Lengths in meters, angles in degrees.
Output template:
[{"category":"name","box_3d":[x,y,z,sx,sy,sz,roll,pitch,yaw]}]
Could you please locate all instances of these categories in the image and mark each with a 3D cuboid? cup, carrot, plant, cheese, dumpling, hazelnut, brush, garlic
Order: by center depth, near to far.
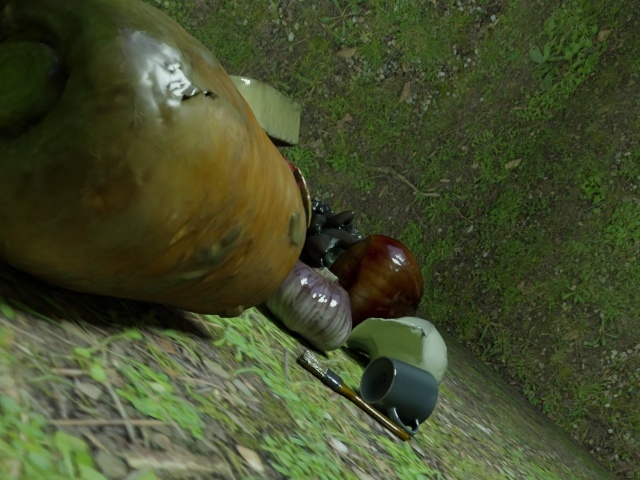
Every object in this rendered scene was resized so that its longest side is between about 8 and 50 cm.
[{"category":"carrot","box_3d":[-0.151,-0.054,0.609,0.224,0.224,0.341,38,-5,22]},{"category":"brush","box_3d":[0.043,0.194,0.898,0.170,0.014,0.043,38,5,3]},{"category":"cup","box_3d":[0.102,0.205,0.944,0.077,0.078,0.100,29,37,-30]},{"category":"garlic","box_3d":[-0.018,0.083,1.050,0.159,0.102,0.147,39,5,40]},{"category":"dumpling","box_3d":[0.130,0.186,1.209,0.166,0.126,0.216,9,1,24]},{"category":"hazelnut","box_3d":[0.095,0.091,1.295,0.178,0.204,0.178,28,20,-11]},{"category":"cheese","box_3d":[-0.241,-0.265,1.509,0.383,0.104,0.384,2,2,0]},{"category":"plant","box_3d":[0.000,0.000,1.654,0.181,0.194,0.320,30,4,-36]}]

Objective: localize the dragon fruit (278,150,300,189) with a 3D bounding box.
[{"category":"dragon fruit","box_3d":[-0.133,-0.080,1.464,0.147,0.211,0.282,37,28,11]}]
